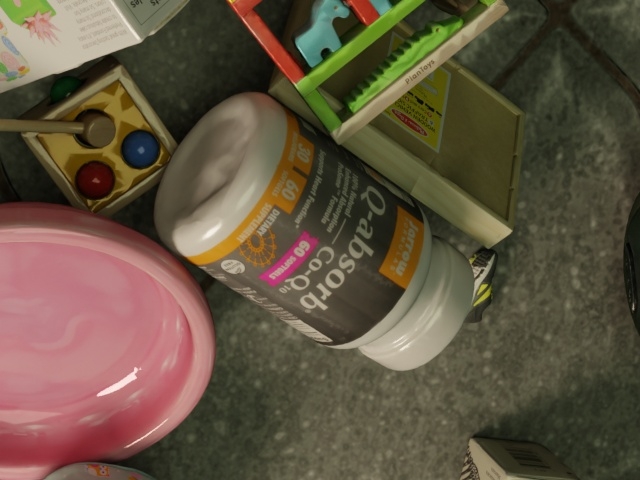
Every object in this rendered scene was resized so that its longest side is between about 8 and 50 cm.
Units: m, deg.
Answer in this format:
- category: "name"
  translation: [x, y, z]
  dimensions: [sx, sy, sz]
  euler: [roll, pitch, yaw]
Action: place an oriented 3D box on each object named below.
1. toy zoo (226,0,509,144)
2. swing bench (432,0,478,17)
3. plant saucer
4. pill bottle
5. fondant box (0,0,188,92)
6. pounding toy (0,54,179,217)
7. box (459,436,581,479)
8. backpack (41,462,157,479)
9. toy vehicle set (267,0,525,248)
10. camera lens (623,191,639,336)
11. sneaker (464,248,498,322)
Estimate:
- category: "toy zoo"
  translation: [0.004, -0.247, 1.216]
  dimensions: [0.192, 0.030, 0.293]
  euler: [-39, 115, 0]
- category: "swing bench"
  translation: [0.118, -0.365, 1.319]
  dimensions: [0.254, 0.165, 0.253]
  euler: [31, 94, -21]
- category: "plant saucer"
  translation: [-0.261, 0.083, 1.318]
  dimensions: [0.332, 0.084, 0.332]
  euler: [-6, 134, -6]
- category: "pill bottle"
  translation: [0.000, 0.000, 1.332]
  dimensions: [0.278, 0.162, 0.162]
  euler: [33, 94, -30]
- category: "fondant box"
  translation: [-0.275, -0.292, 1.185]
  dimensions: [0.096, 0.238, 0.330]
  euler: [-48, 115, -34]
- category: "pounding toy"
  translation: [-0.213, -0.094, 1.331]
  dimensions: [0.130, 0.100, 0.141]
  euler: [-35, 111, -5]
- category: "box"
  translation: [0.186, 0.356, 1.560]
  dimensions: [0.094, 0.113, 0.275]
  euler: [9, 101, -17]
- category: "backpack"
  translation: [-0.219, 0.306, 1.389]
  dimensions: [0.166, 0.144, 0.188]
  euler: [24, 112, -30]
- category: "toy vehicle set"
  translation: [0.079, -0.128, 1.379]
  dimensions: [0.267, 0.166, 0.035]
  euler: [34, 134, -21]
- category: "camera lens"
  translation: [0.461, 0.024, 1.489]
  dimensions: [0.274, 0.219, 0.219]
  euler: [-3, 105, -15]
- category: "sneaker"
  translation: [0.163, 0.048, 1.517]
  dimensions: [0.035, 0.031, 0.083]
  euler: [20, 103, -33]
